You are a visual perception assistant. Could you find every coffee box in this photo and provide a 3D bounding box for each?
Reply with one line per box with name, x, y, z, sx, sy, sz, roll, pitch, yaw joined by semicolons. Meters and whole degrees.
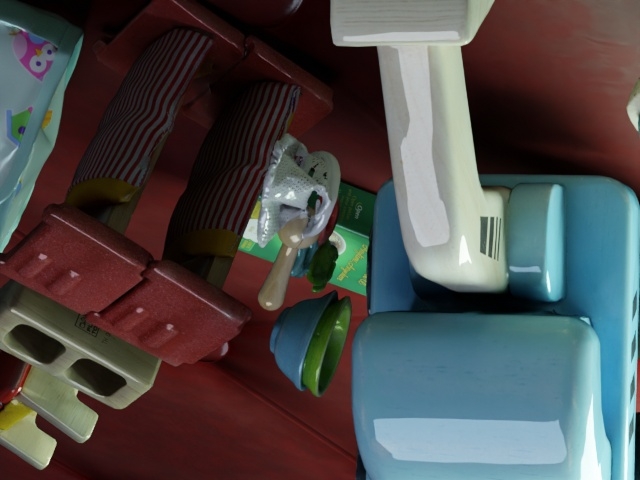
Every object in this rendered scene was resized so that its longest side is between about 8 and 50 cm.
coffee box;-0.010;-0.014;1.554;0.184;0.040;0.113;20;155;-7

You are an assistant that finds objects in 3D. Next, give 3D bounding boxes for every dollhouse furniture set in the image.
dollhouse furniture set;-0.162;0.001;1.427;0.152;0.201;0.374;31;147;-17

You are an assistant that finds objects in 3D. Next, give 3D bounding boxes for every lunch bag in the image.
lunch bag;-0.296;-0.104;1.404;0.223;0.160;0.262;23;145;-6

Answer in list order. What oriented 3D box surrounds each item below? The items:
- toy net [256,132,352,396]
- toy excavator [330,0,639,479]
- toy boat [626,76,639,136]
toy net;0.000;0.000;1.277;0.045;0.122;0.232;19;149;13
toy excavator;0.106;0.026;1.273;0.222;0.433;0.445;2;180;14
toy boat;0.296;-0.070;1.085;0.267;0.148;0.318;10;156;16
